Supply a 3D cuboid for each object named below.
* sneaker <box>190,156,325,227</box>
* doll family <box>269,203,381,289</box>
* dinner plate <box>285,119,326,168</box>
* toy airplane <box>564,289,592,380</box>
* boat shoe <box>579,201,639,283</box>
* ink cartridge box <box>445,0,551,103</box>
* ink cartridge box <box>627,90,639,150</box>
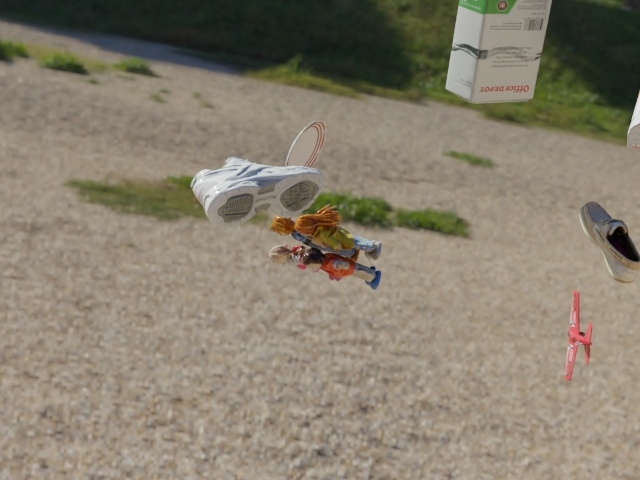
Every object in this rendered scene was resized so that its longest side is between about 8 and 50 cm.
[{"bbox_3d":[-0.097,-0.094,1.670,0.232,0.090,0.115,-8,42,-40],"label":"sneaker"},{"bbox_3d":[0.000,0.000,1.861,0.163,0.118,0.263,19,-6,-21],"label":"doll family"},{"bbox_3d":[-0.034,-0.182,2.170,0.017,0.141,0.141,29,19,21],"label":"dinner plate"},{"bbox_3d":[0.414,0.154,1.718,0.028,0.151,0.151,5,13,5],"label":"toy airplane"},{"bbox_3d":[0.502,-0.008,1.839,0.063,0.059,0.170,-7,53,-23],"label":"boat shoe"},{"bbox_3d":[0.323,-0.362,1.951,0.153,0.209,0.087,-6,25,-30],"label":"ink cartridge box"},{"bbox_3d":[0.657,-0.287,2.183,0.045,0.145,0.179,12,-22,25],"label":"ink cartridge box"}]
